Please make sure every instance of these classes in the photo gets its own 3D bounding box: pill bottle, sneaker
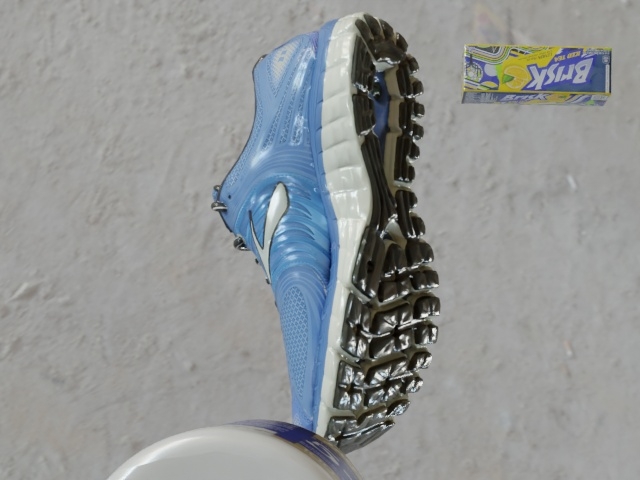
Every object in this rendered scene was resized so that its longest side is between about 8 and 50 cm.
[{"bbox_3d":[-0.030,0.133,0.493,0.112,0.187,0.112,-1,83,4],"label":"pill bottle"},{"bbox_3d":[0.000,0.000,0.881,0.129,0.147,0.330,8,80,-52],"label":"sneaker"}]

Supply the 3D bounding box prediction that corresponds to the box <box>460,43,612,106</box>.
[{"bbox_3d":[0.248,-0.190,1.324,0.168,0.054,0.059,2,82,3],"label":"box"}]
